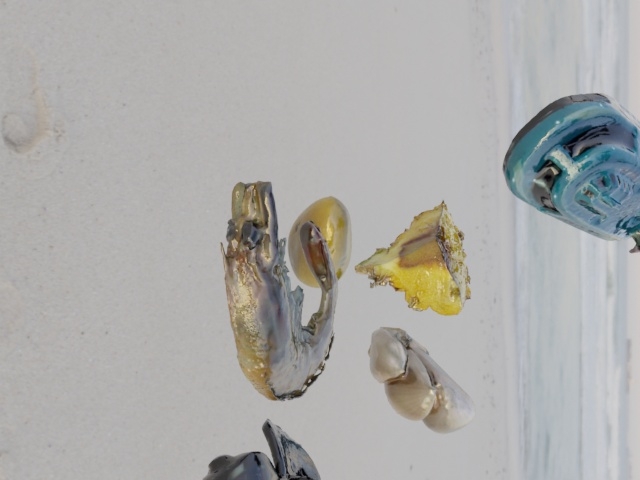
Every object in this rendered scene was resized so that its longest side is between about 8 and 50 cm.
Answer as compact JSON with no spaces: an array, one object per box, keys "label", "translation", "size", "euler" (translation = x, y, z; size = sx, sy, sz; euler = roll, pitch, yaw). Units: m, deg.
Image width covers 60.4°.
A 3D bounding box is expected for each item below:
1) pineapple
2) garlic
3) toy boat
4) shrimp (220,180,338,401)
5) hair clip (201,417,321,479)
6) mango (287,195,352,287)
[{"label":"pineapple","translation":[0.087,0.022,0.536],"size":[0.077,0.114,0.114],"euler":[27,51,-72]},{"label":"garlic","translation":[0.218,0.316,1.225],"size":[0.132,0.279,0.325],"euler":[-55,-168,10]},{"label":"toy boat","translation":[0.324,-0.054,0.604],"size":[0.299,0.134,0.092],"euler":[14,38,-39]},{"label":"shrimp","translation":[-0.029,0.051,0.572],"size":[0.173,0.058,0.253],"euler":[-28,121,-48]},{"label":"hair clip","translation":[-0.049,0.309,0.529],"size":[0.206,0.194,0.310],"euler":[-49,135,-8]},{"label":"mango","translation":[0.000,0.000,0.916],"size":[0.195,0.098,0.137],"euler":[103,-21,-53]}]
